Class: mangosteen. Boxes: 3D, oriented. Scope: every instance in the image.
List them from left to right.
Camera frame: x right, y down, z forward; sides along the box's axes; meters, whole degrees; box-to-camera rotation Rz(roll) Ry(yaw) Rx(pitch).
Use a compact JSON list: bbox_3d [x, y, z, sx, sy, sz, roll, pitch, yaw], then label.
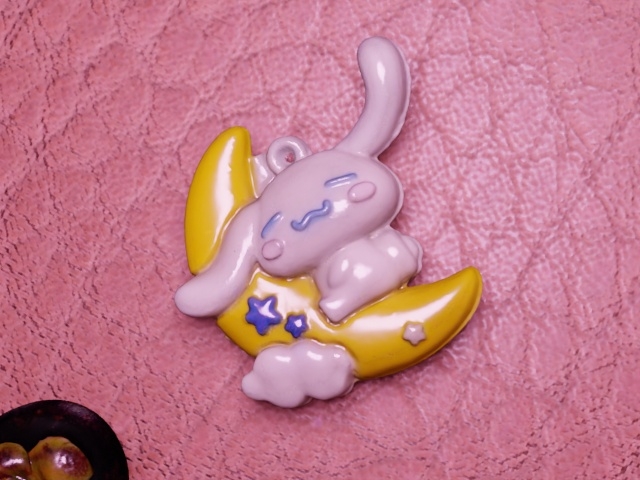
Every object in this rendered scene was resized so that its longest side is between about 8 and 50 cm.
[{"bbox_3d":[-0.218,0.189,1.022,0.137,0.151,0.137,0,84,5],"label":"mangosteen"}]

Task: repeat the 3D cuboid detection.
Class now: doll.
[{"bbox_3d":[0.000,0.000,1.029,0.252,0.111,0.237,-30,82,13],"label":"doll"}]
